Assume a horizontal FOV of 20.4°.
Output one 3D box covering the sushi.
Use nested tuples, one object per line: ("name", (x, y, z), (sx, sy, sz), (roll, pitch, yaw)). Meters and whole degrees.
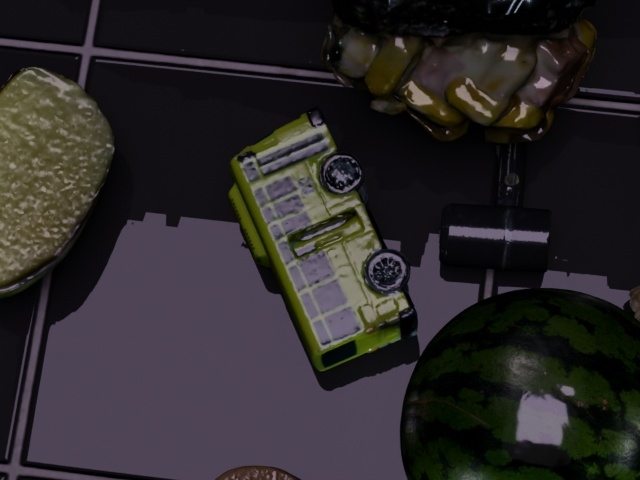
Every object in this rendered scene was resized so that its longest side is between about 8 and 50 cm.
("sushi", (0.156, -0.287, 1.970), (0.328, 0.285, 0.328), (-3, 36, -3))

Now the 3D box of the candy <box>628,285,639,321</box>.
("candy", (0.399, 0.072, 1.948), (0.110, 0.085, 0.095), (-26, 66, 8))

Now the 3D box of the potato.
("potato", (-0.336, -0.049, 2.004), (0.160, 0.111, 0.271), (25, 70, -4))

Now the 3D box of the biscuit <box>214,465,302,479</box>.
("biscuit", (-0.075, 0.327, 1.921), (0.170, 0.050, 0.170), (-3, 76, 11))

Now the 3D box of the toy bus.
("toy bus", (0.000, 0.000, 1.961), (0.150, 0.128, 0.262), (-24, 75, -3))

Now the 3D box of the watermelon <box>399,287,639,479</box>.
("watermelon", (0.220, 0.190, 1.815), (0.285, 0.285, 0.285), (-1, 75, 3))

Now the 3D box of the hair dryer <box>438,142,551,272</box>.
("hair dryer", (0.203, -0.070, 2.005), (0.124, 0.071, 0.219), (6, 69, 5))
